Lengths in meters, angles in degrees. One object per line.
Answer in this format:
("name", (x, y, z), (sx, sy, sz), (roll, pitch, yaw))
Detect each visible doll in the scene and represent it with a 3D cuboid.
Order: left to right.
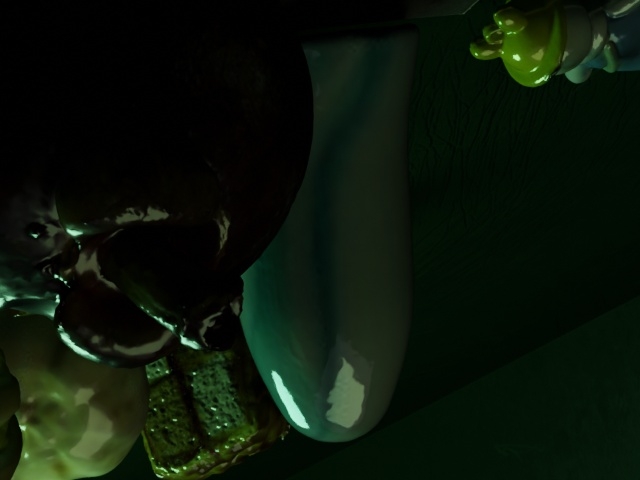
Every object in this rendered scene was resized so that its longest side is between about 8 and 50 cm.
("doll", (0.239, -0.190, 1.646), (0.241, 0.099, 0.135), (-9, -176, -34))

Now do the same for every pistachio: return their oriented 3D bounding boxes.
("pistachio", (-0.295, 0.147, 1.890), (0.238, 0.229, 0.321), (-50, -168, -32))

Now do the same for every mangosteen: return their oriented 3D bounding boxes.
("mangosteen", (-0.148, -0.062, 1.176), (0.297, 0.293, 0.297), (-1, 168, 0))

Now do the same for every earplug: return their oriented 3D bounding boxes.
("earplug", (0.000, 0.000, 1.459), (0.185, 0.324, 0.185), (-5, -173, 1))

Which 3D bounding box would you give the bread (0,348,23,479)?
("bread", (-0.400, 0.174, 1.717), (0.333, 0.333, 0.160), (-31, 177, 33))

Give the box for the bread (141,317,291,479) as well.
("bread", (-0.134, 0.155, 2.125), (0.181, 0.222, 0.096), (-22, 165, 20))

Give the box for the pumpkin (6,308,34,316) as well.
("pumpkin", (-0.239, -0.033, 1.423), (0.238, 0.159, 0.238), (1, 166, 0))

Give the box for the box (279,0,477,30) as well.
("box", (0.023, -0.213, 1.362), (0.325, 0.047, 0.180), (-10, 162, -35))
